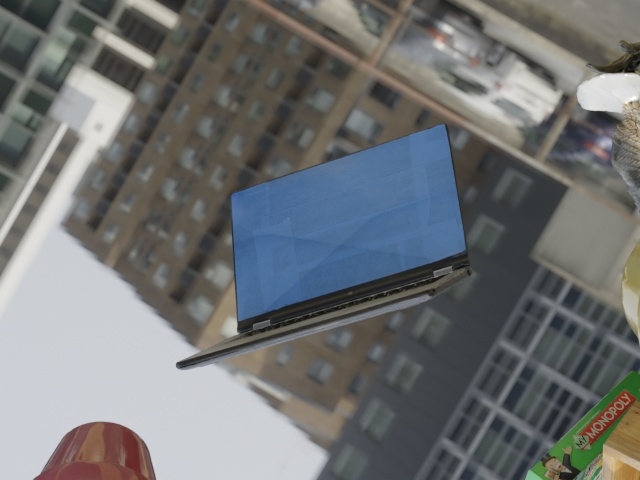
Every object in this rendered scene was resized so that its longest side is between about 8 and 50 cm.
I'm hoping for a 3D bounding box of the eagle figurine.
[{"bbox_3d":[0.509,-0.151,2.014,0.298,0.225,0.226,64,-169,12],"label":"eagle figurine"}]

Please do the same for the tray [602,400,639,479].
[{"bbox_3d":[0.468,0.322,1.402,0.411,0.076,0.203,25,145,29],"label":"tray"}]

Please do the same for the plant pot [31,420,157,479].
[{"bbox_3d":[-0.286,0.334,1.863,0.201,0.201,0.180,30,-155,-17],"label":"plant pot"}]

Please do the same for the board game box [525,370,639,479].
[{"bbox_3d":[0.287,0.320,1.719,0.046,0.213,0.317,36,139,25],"label":"board game box"}]

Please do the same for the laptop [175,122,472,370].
[{"bbox_3d":[0.000,0.000,2.125,0.408,0.382,0.236,-18,-89,-72],"label":"laptop"}]

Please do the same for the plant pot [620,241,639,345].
[{"bbox_3d":[0.449,0.070,1.609,0.254,0.254,0.239,30,-178,-14],"label":"plant pot"}]
